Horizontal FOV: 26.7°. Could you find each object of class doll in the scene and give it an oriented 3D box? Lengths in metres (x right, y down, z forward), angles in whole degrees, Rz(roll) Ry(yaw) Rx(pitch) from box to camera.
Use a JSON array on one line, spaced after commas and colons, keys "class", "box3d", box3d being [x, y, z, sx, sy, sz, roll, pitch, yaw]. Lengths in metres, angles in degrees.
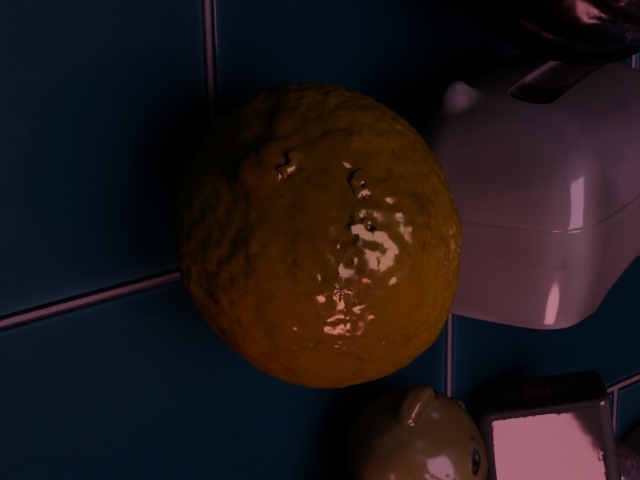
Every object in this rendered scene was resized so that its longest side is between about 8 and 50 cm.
[{"class": "doll", "box3d": [0.085, 0.285, 1.467, 0.261, 0.161, 0.177, -66, 153, -3]}]

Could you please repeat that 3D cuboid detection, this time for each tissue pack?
[{"class": "tissue pack", "box3d": [0.236, -0.073, 1.419, 0.333, 0.229, 0.236, -35, 130, -52]}]

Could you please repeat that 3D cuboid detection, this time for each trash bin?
[{"class": "trash bin", "box3d": [0.280, 0.286, 1.643, 0.176, 0.101, 0.236, -7, 110, 6]}]

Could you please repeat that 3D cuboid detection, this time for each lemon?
[{"class": "lemon", "box3d": [0.000, 0.000, 1.239, 0.268, 0.268, 0.322, -52, 153, -18]}]

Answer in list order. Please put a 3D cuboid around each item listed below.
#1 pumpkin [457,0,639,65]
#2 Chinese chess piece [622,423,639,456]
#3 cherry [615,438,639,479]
[{"class": "pumpkin", "box3d": [0.269, -0.357, 1.315, 0.266, 0.363, 0.363, 12, 95, -27]}, {"class": "Chinese chess piece", "box3d": [0.497, 0.378, 1.915, 0.273, 0.102, 0.273, -15, 112, -41]}, {"class": "cherry", "box3d": [0.347, 0.346, 1.764, 0.148, 0.115, 0.188, 14, 101, -56]}]
